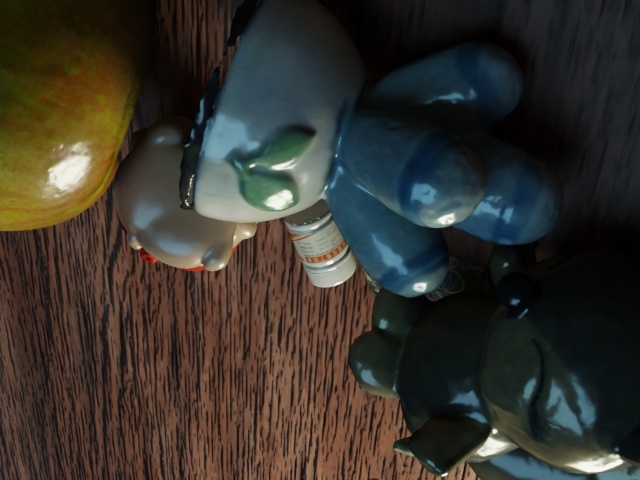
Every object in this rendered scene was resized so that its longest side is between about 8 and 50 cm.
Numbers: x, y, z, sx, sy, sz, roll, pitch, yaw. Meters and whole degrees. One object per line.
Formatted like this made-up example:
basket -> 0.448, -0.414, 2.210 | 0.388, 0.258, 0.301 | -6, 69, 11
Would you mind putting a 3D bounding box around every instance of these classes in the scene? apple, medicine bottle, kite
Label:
apple -> -0.316, -0.177, 1.270 | 0.339, 0.340, 0.340 | 19, 138, 18
medicine bottle -> 0.000, 0.000, 1.459 | 0.057, 0.057, 0.089 | 3, 131, 32
kite -> 0.132, 0.120, 1.522 | 0.152, 0.015, 0.285 | 8, 134, 28

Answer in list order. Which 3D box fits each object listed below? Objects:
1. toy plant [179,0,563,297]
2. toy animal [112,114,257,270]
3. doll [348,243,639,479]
toy plant -> 0.060, -0.080, 1.234 | 0.332, 0.247, 0.247 | 21, 139, 5
toy animal -> -0.140, -0.043, 1.430 | 0.171, 0.171, 0.197 | 36, 180, -3
doll -> 0.267, 0.140, 1.346 | 0.382, 0.252, 0.378 | -3, 160, 40
